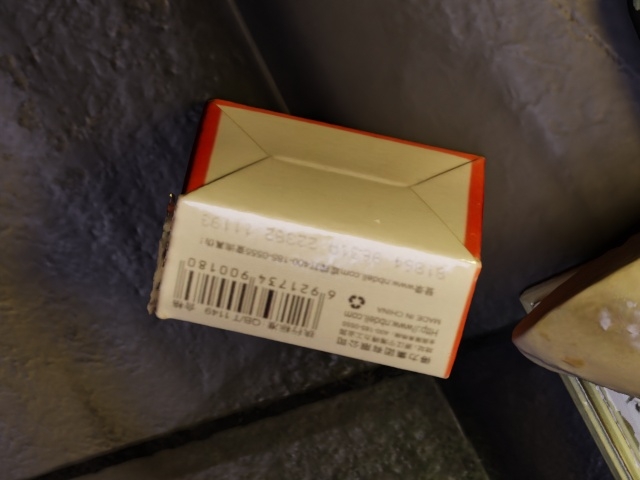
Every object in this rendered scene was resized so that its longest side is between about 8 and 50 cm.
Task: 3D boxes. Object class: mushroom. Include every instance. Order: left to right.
[{"bbox_3d":[0.285,0.038,1.062,0.350,0.128,0.128,2,120,12],"label":"mushroom"}]

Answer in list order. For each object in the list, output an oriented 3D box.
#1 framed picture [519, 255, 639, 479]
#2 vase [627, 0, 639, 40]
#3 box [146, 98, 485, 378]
[{"bbox_3d":[0.289,0.116,1.160,0.232,0.019,0.296,-26,99,19],"label":"framed picture"},{"bbox_3d":[0.195,-0.145,1.038,0.060,0.060,0.211,-19,115,16],"label":"vase"},{"bbox_3d":[0.000,0.000,1.101,0.182,0.133,0.099,11,120,-3],"label":"box"}]
